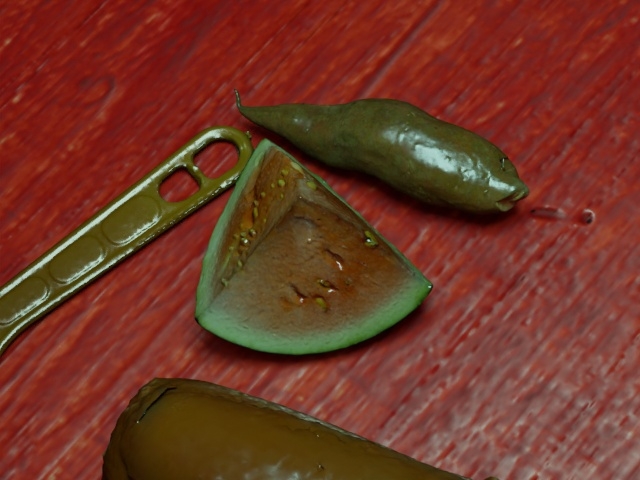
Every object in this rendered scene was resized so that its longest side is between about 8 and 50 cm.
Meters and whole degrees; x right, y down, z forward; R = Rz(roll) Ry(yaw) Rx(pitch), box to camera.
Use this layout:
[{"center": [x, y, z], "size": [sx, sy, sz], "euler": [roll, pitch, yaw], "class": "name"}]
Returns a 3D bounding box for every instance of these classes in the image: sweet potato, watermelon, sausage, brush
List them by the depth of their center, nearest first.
[{"center": [0.031, 0.153, 0.910], "size": [0.330, 0.102, 0.102], "euler": [19, 67, 17], "class": "sausage"}, {"center": [0.000, 0.000, 0.993], "size": [0.135, 0.094, 0.125], "euler": [14, 58, 10], "class": "watermelon"}, {"center": [0.034, -0.059, 1.043], "size": [0.195, 0.056, 0.056], "euler": [18, 67, 22], "class": "sweet potato"}, {"center": [-0.165, 0.027, 1.047], "size": [0.314, 0.017, 0.090], "euler": [-37, 67, -12], "class": "brush"}]
